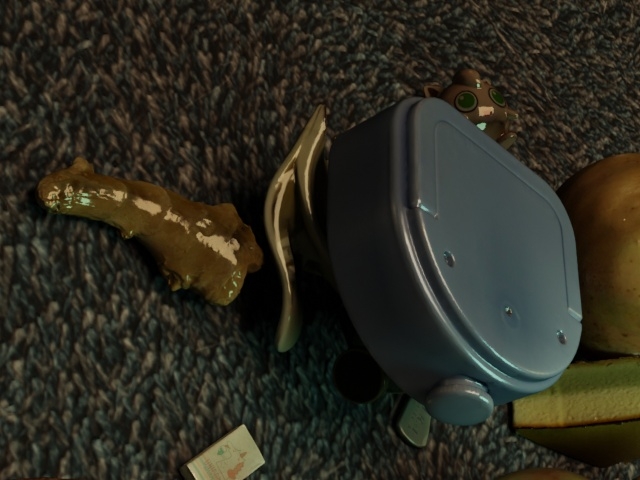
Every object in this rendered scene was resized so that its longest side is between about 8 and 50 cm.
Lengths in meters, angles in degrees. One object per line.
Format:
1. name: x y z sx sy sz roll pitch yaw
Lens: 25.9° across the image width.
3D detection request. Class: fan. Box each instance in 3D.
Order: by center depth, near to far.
1. fan: 0.159 0.170 1.932 0.057 0.023 0.282 42 47 -19

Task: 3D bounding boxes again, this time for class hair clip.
1. hair clip: -0.019 -0.003 1.736 0.172 0.113 0.282 76 5 -68

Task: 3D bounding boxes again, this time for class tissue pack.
1. tissue pack: -0.113 0.260 1.607 0.108 0.023 0.056 -30 91 -49

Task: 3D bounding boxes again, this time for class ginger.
1. ginger: -0.200 -0.012 1.629 0.294 0.086 0.131 20 68 -28

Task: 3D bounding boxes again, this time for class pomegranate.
1. pomegranate: 0.456 0.037 2.101 0.338 0.338 0.338 23 55 -36

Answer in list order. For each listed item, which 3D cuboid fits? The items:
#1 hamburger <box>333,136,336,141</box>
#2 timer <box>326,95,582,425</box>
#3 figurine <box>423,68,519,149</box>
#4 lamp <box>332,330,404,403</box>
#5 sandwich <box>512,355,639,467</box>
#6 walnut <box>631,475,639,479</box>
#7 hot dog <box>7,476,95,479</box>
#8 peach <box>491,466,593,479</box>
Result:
1. hamburger: 0.133 -0.034 1.921 0.283 0.144 0.156 32 51 -32
2. timer: 0.158 0.047 1.700 0.395 0.173 0.395 31 47 -41
3. figurine: 0.230 -0.191 2.118 0.125 0.125 0.138 11 49 -42
4. lamp: 0.089 0.145 1.794 0.215 0.121 0.121 -24 87 -61
5. sandwich: 0.399 0.262 2.065 0.186 0.220 0.108 68 18 -58
6. walnut: 0.505 0.479 1.943 0.277 0.252 0.313 24 44 -35
7. hot dog: -0.253 0.363 1.298 0.387 0.174 0.267 11 60 -41
8. peach: 0.297 0.427 1.769 0.292 0.247 0.292 18 43 -18
